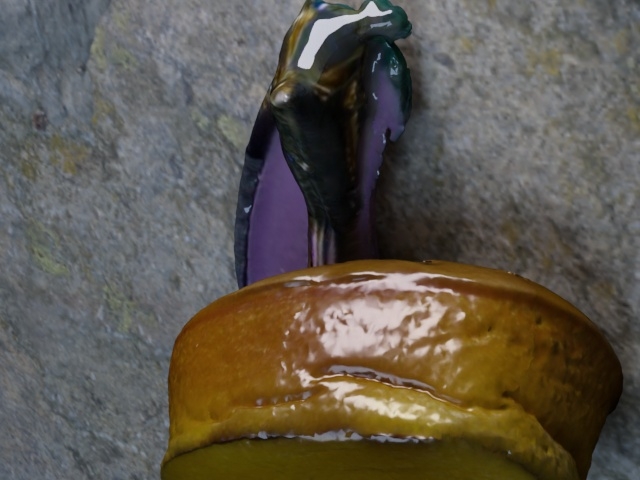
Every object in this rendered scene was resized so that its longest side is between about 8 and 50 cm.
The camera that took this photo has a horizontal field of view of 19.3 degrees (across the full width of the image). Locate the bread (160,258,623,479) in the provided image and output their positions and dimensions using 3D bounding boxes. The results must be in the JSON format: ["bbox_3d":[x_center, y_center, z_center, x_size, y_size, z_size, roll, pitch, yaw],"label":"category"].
[{"bbox_3d":[0.037,0.101,1.079,0.269,0.143,0.195,-7,140,28],"label":"bread"}]

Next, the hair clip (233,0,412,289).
[{"bbox_3d":[-0.002,-0.001,1.149,0.110,0.095,0.359,0,139,1],"label":"hair clip"}]
